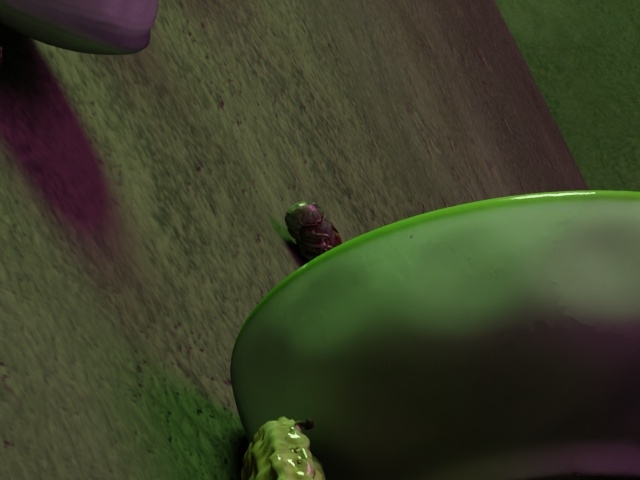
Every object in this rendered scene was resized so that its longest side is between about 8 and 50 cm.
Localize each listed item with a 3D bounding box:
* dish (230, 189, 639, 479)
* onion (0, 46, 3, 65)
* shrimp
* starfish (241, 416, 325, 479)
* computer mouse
[{"bbox_3d":[0.118,0.112,0.959,0.324,0.324,0.124,43,38,-50],"label":"dish"},{"bbox_3d":[-0.168,-0.055,0.607,0.150,0.140,0.150,-12,90,-73],"label":"onion"},{"bbox_3d":[0.002,0.004,1.303,0.038,0.029,0.092,66,12,26],"label":"shrimp"},{"bbox_3d":[0.060,0.281,0.796,0.432,0.082,0.324,63,-5,1],"label":"starfish"},{"bbox_3d":[-0.174,-0.175,0.969,0.231,0.079,0.128,42,14,-6],"label":"computer mouse"}]
